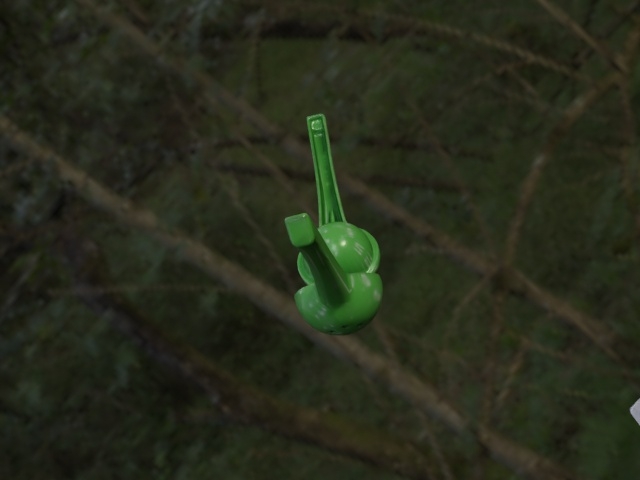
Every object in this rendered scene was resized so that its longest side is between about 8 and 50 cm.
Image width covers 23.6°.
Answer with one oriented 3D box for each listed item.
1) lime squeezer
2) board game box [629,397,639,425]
[{"bbox_3d":[0.000,0.000,1.004,0.059,0.110,0.310,-30,13,10],"label":"lime squeezer"},{"bbox_3d":[0.362,-0.003,0.799,0.318,0.066,0.318,-4,-41,-43],"label":"board game box"}]
